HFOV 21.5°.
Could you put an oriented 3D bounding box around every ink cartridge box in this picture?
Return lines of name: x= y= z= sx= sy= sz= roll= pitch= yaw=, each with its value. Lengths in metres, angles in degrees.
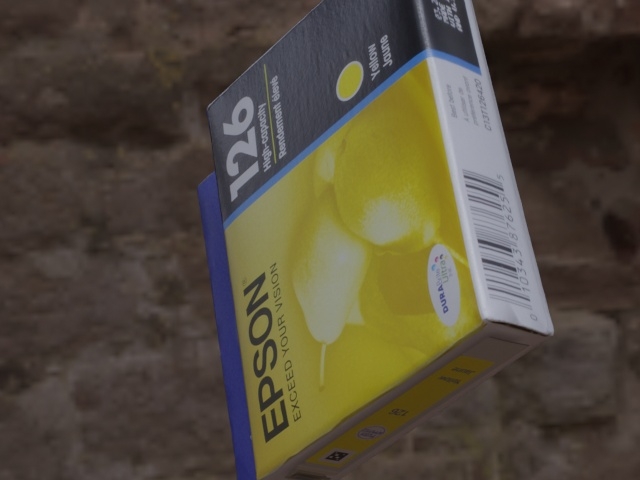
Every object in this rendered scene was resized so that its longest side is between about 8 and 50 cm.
ink cartridge box: x=0.000 y=0.000 z=1.109 sx=0.072 sy=0.303 sz=0.307 roll=18 pitch=-42 yaw=-37
